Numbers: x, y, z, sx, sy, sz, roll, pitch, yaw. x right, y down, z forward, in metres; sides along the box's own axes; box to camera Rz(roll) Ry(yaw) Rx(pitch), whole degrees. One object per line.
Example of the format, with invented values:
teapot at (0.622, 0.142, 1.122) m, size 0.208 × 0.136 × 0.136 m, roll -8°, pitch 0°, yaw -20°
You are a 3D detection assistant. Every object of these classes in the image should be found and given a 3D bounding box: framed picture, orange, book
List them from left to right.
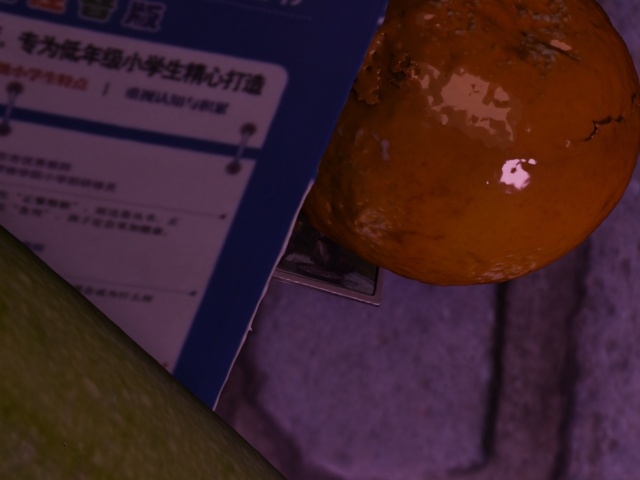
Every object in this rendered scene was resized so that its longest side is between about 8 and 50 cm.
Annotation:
book at (-0.168, 0.001, 0.912) m, size 0.300 × 0.428 × 0.039 m, roll 11°, pitch 37°, yaw -19°
framed picture at (0.000, 0.000, 1.195) m, size 0.089 × 0.007 × 0.066 m, roll 16°, pitch 66°, yaw -17°
orange at (0.076, -0.076, 1.148) m, size 0.219 × 0.193 × 0.219 m, roll 30°, pitch 31°, yaw -21°

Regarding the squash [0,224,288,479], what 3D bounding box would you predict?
squash at (-0.200, 0.100, 0.795) m, size 0.384 × 0.263 × 0.263 m, roll 47°, pitch 56°, yaw -37°
